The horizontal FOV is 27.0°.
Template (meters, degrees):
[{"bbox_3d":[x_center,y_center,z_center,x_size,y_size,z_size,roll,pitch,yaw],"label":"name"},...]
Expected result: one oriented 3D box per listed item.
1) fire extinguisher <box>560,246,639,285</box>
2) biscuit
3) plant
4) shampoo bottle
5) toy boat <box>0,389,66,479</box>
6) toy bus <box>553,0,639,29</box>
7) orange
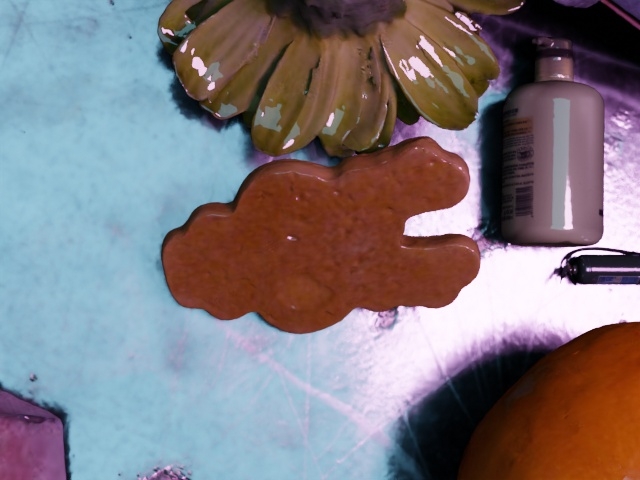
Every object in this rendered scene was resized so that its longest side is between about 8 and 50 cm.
[{"bbox_3d":[0.228,0.021,1.061,0.083,0.025,0.038,-1,49,-8],"label":"fire extinguisher"},{"bbox_3d":[0.000,0.003,0.994,0.236,0.040,0.144,-9,113,7],"label":"biscuit"},{"bbox_3d":[-0.011,-0.207,0.947,0.261,0.297,0.306,10,107,34],"label":"plant"},{"bbox_3d":[0.180,-0.077,1.032,0.079,0.079,0.162,2,86,-8],"label":"shampoo bottle"},{"bbox_3d":[-0.301,0.232,0.954,0.206,0.096,0.282,21,93,-21],"label":"toy boat"},{"bbox_3d":[0.305,-0.240,0.923,0.426,0.203,0.233,26,52,-31],"label":"toy bus"},{"bbox_3d":[0.221,0.184,0.935,0.261,0.261,0.261,0,87,-8],"label":"orange"}]
